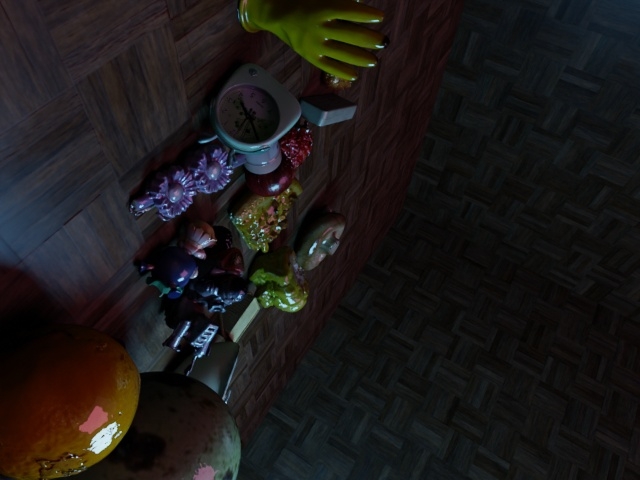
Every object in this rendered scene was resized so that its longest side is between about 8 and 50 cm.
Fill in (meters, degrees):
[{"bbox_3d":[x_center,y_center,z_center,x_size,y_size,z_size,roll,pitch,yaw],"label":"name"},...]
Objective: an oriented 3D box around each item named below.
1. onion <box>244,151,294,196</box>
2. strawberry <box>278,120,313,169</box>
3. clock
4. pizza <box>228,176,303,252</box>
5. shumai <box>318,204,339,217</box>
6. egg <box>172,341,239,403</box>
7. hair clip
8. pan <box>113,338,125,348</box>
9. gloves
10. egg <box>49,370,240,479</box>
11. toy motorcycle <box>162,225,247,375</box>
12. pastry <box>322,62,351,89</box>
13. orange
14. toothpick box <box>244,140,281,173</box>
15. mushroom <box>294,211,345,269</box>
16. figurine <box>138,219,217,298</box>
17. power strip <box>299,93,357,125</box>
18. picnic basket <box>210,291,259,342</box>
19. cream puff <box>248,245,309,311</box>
[{"bbox_3d":[-0.128,-0.173,1.226,0.131,0.131,0.131,-55,163,-25],"label":"onion"},{"bbox_3d":[-0.082,-0.251,1.326,0.192,0.085,0.140,-42,158,-47],"label":"strawberry"},{"bbox_3d":[-0.155,-0.249,0.980,0.211,0.159,0.066,-50,-172,-17],"label":"clock"},{"bbox_3d":[-0.145,-0.113,1.372,0.258,0.087,0.268,-61,163,-15],"label":"pizza"},{"bbox_3d":[0.040,-0.097,1.988,0.083,0.080,0.082,-62,163,0],"label":"shumai"},{"bbox_3d":[-0.359,0.416,1.442,0.286,0.174,0.264,-83,-161,-64],"label":"egg"},{"bbox_3d":[-0.265,-0.130,0.976,0.292,0.084,0.106,-42,138,-40],"label":"hair clip"},{"bbox_3d":[-0.481,0.298,1.076,0.136,0.028,0.235,-53,159,-26],"label":"pan"},{"bbox_3d":[-0.005,-0.407,0.901,0.116,0.294,0.133,-48,159,-39],"label":"gloves"},{"bbox_3d":[-0.380,0.451,0.991,0.345,0.427,0.345,-3,90,-86],"label":"egg"},{"bbox_3d":[-0.289,0.167,1.151,0.134,0.207,0.401,31,88,-54],"label":"toy motorcycle"},{"bbox_3d":[0.053,-0.483,1.411,0.140,0.056,0.080,-36,139,-54],"label":"pastry"},{"bbox_3d":[-0.425,0.254,0.779,0.246,0.246,0.246,-55,163,-25],"label":"orange"},{"bbox_3d":[-0.146,-0.237,1.108,0.098,0.098,0.149,-56,163,-22],"label":"toothpick box"},{"bbox_3d":[0.000,0.000,1.897,0.278,0.146,0.278,-49,166,-16],"label":"mushroom"},{"bbox_3d":[-0.313,0.034,1.062,0.195,0.111,0.102,-61,179,-24],"label":"figurine"},{"bbox_3d":[0.034,-0.396,1.429,0.288,0.093,0.053,-37,153,-57],"label":"power strip"},{"bbox_3d":[-0.277,0.243,1.548,0.164,0.079,0.115,-55,162,-26],"label":"picnic basket"},{"bbox_3d":[-0.145,0.144,1.593,0.194,0.221,0.195,-24,-172,4],"label":"cream puff"}]
